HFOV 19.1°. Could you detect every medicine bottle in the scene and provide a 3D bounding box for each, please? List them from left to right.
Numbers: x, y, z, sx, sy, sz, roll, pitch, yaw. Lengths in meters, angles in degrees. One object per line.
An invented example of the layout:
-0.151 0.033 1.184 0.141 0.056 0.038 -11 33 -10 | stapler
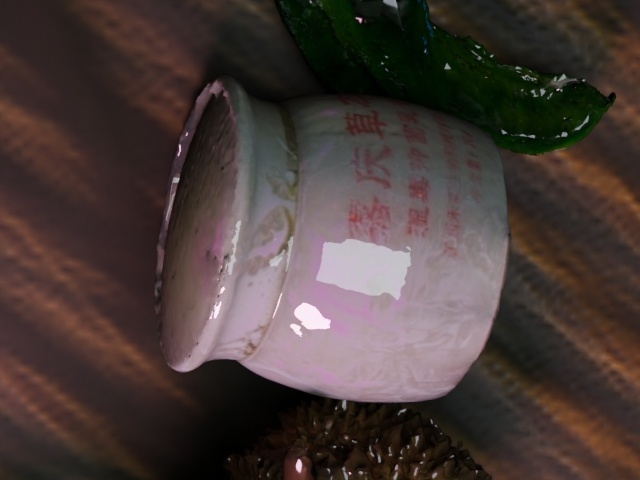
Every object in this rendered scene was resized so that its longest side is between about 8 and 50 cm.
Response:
0.000 0.000 0.907 0.143 0.147 0.147 10 102 -18 | medicine bottle

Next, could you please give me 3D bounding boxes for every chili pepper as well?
0.035 -0.138 0.925 0.122 0.065 0.279 -38 115 -13 | chili pepper

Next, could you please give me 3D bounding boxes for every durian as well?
0.006 0.158 0.937 0.196 0.167 0.196 -39 138 -46 | durian
